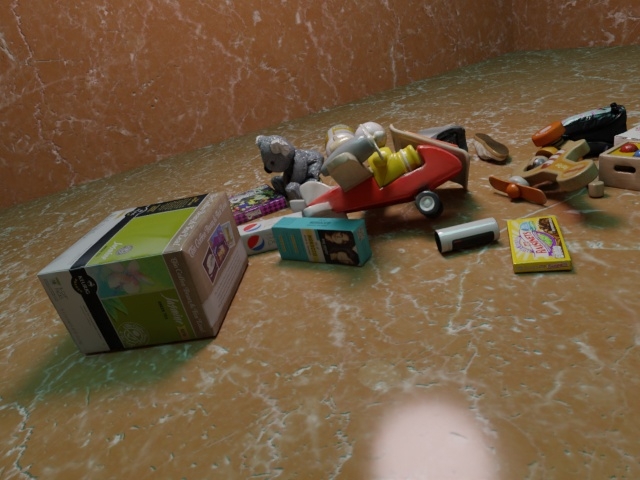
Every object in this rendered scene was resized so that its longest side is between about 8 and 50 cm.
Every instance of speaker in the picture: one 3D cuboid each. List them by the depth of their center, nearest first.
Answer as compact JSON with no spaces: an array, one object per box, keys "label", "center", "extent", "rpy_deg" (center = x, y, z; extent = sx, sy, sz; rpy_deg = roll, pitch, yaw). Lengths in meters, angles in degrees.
[{"label":"speaker","center":[0.333,-0.012,1.072],"extent":[0.136,0.055,0.055],"rpy_deg":[-13,25,1]}]

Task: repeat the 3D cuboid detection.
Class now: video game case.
[{"label":"video game case","center":[-0.257,-0.122,1.631],"extent":[0.232,0.041,0.210],"rpy_deg":[-21,27,-15]}]

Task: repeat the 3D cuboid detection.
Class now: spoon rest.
[{"label":"spoon rest","center":[-0.001,-0.112,1.457],"extent":[0.137,0.084,0.276],"rpy_deg":[2,16,28]}]

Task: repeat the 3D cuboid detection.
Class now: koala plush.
[{"label":"koala plush","center":[-0.119,-0.275,1.596],"extent":[0.203,0.221,0.196],"rpy_deg":[-51,30,-3]}]

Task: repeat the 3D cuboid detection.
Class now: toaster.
[{"label":"toaster","center":[0.380,-0.310,1.598],"extent":[0.227,0.129,0.146],"rpy_deg":[-29,25,-25]}]

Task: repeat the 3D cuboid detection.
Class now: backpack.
[{"label":"backpack","center":[0.797,-0.315,1.392],"extent":[0.182,0.151,0.115],"rpy_deg":[-10,9,17]}]

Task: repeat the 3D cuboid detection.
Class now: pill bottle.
[{"label":"pill bottle","center":[0.088,-0.369,1.861],"extent":[0.137,0.136,0.245],"rpy_deg":[-12,25,4]}]

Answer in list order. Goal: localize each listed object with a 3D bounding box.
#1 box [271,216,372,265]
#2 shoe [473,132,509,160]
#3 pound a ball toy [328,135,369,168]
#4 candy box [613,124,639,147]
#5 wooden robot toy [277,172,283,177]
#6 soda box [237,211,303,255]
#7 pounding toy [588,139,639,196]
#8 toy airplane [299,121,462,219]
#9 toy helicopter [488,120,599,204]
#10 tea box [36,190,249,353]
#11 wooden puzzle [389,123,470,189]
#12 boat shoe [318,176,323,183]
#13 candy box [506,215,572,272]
[{"label":"box","center":[0.000,0.000,1.168],"extent":[0.245,0.100,0.060],"rpy_deg":[3,32,34]},{"label":"shoe","center":[0.569,-0.304,1.576],"extent":[0.077,0.058,0.219],"rpy_deg":[6,28,-5]},{"label":"pound a ball toy","center":[0.135,-0.287,1.554],"extent":[0.136,0.208,0.319],"rpy_deg":[-23,21,14]},{"label":"candy box","center":[0.926,-0.256,1.248],"extent":[0.165,0.070,0.196],"rpy_deg":[-24,29,-20]},{"label":"wooden robot toy","center":[-0.087,-0.255,1.797],"extent":[0.174,0.076,0.079],"rpy_deg":[-10,36,9]},{"label":"soda box","center":[-0.148,-0.015,1.316],"extent":[0.216,0.069,0.074],"rpy_deg":[-14,24,2]},{"label":"pounding toy","center":[0.746,-0.185,1.173],"extent":[0.206,0.094,0.181],"rpy_deg":[-25,27,-24]},{"label":"toy airplane","center":[0.121,-0.173,1.245],"extent":[0.385,0.272,0.386],"rpy_deg":[-5,-4,-26]},{"label":"toy helicopter","center":[0.571,-0.174,1.179],"extent":[0.235,0.140,0.355],"rpy_deg":[-32,9,14]},{"label":"tea box","center":[-0.378,0.062,1.093],"extent":[0.324,0.219,0.329],"rpy_deg":[-10,25,11]},{"label":"wooden puzzle","center":[0.313,-0.239,1.324],"extent":[0.239,0.221,0.044],"rpy_deg":[28,83,20]},{"label":"boat shoe","center":[-0.026,-0.200,1.668],"extent":[0.049,0.056,0.152],"rpy_deg":[-24,17,-11]},{"label":"candy box","center":[0.461,0.005,1.002],"extent":[0.105,0.027,0.206],"rpy_deg":[-8,25,21]}]
